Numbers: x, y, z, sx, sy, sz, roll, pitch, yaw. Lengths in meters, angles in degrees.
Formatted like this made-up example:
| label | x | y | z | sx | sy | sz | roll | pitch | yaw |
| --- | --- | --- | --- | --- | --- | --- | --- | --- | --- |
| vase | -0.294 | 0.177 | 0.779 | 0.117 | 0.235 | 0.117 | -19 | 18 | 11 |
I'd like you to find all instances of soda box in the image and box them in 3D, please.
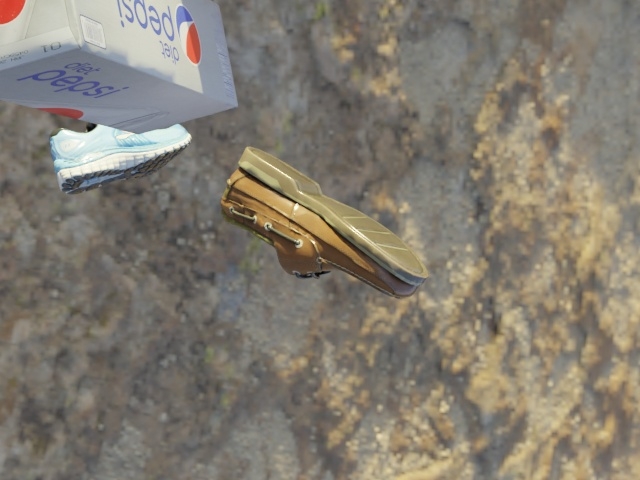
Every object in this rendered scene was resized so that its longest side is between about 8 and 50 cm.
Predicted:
| label | x | y | z | sx | sy | sz | roll | pitch | yaw |
| --- | --- | --- | --- | --- | --- | --- | --- | --- | --- |
| soda box | -0.156 | -0.142 | 0.837 | 0.286 | 0.098 | 0.091 | 3 | 75 | -75 |

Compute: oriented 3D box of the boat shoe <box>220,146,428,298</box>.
| label | x | y | z | sx | sy | sz | roll | pitch | yaw |
| --- | --- | --- | --- | --- | --- | --- | --- | --- | --- |
| boat shoe | 0.000 | 0.000 | 1.476 | 0.110 | 0.307 | 0.104 | 13 | 110 | -56 |

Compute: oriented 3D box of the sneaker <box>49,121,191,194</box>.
| label | x | y | z | sx | sy | sz | roll | pitch | yaw |
| --- | --- | --- | --- | --- | --- | --- | --- | --- | --- |
| sneaker | -0.198 | -0.101 | 1.168 | 0.162 | 0.063 | 0.073 | -18 | 79 | -46 |
